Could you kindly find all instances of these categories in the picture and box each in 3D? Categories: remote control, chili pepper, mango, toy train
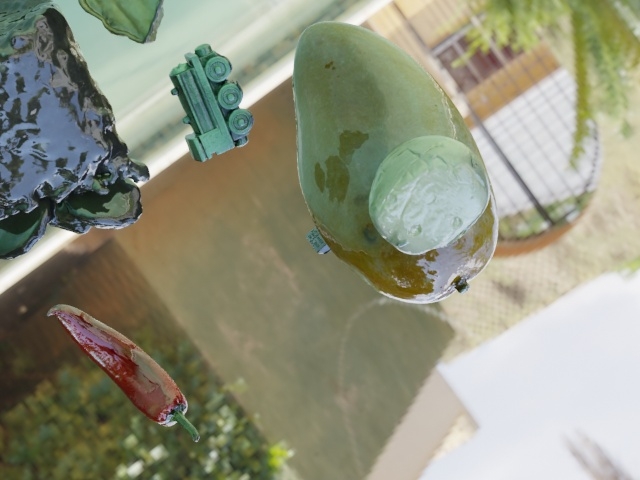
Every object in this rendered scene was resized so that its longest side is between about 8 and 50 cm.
[{"bbox_3d":[0.000,0.000,1.947,0.034,0.016,0.091,-43,-160,2],"label":"remote control"},{"bbox_3d":[-0.372,0.253,2.561,0.092,0.368,0.137,-50,-177,9],"label":"chili pepper"},{"bbox_3d":[0.077,-0.096,1.621,0.221,0.384,0.199,-25,163,-9],"label":"mango"},{"bbox_3d":[-0.172,-0.213,2.062,0.111,0.170,0.071,-26,-160,-12],"label":"toy train"}]

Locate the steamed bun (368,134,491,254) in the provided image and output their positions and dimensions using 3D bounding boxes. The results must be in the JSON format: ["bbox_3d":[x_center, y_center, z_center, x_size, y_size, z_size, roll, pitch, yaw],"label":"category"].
[{"bbox_3d":[0.110,-0.055,1.420,0.130,0.112,0.091,-40,-155,13],"label":"steamed bun"}]

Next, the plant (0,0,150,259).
[{"bbox_3d":[-0.323,-0.126,1.475,0.199,0.276,0.188,-26,-153,-14],"label":"plant"}]

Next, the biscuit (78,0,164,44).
[{"bbox_3d":[-0.194,-0.362,1.415,0.273,0.187,0.036,-61,163,15],"label":"biscuit"}]
